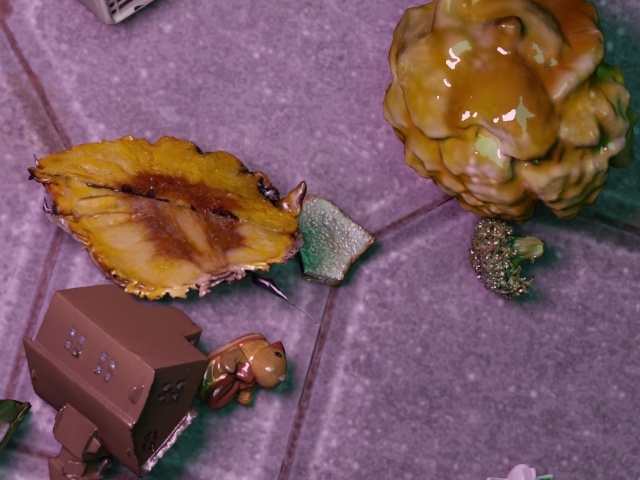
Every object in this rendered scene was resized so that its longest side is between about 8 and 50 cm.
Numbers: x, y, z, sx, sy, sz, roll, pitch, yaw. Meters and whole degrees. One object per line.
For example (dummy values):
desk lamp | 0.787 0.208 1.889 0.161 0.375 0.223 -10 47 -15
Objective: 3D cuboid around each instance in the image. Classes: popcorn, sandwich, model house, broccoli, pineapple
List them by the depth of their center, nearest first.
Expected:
model house | -0.236 0.195 1.870 0.181 0.176 0.248 35 110 28
pineapple | -0.157 -0.024 1.928 0.334 0.161 0.158 6 120 1
popcorn | 0.212 -0.181 1.968 0.279 0.274 0.335 -45 65 14
sandwich | 0.000 0.000 1.999 0.105 0.036 0.093 44 75 -3
broccoli | 0.222 0.012 2.032 0.092 0.097 0.095 -6 113 -9

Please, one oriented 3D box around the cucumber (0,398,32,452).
cucumber | -0.431 0.280 1.797 0.105 0.145 0.325 34 69 0

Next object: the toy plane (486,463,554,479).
toy plane | 0.241 0.349 1.978 0.174 0.080 0.174 2 83 -14

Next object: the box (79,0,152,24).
box | -0.198 -0.403 1.925 0.290 0.220 0.166 -36 69 -16

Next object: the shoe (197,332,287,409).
shoe | -0.092 0.155 1.935 0.109 0.072 0.069 -8 44 -19
